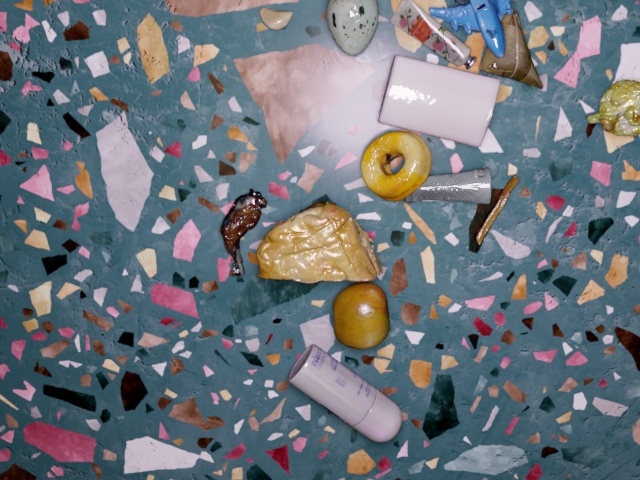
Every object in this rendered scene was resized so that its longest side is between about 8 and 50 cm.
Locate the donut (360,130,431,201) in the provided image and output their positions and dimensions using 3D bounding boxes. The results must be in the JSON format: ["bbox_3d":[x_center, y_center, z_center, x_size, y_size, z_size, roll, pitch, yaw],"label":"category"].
[{"bbox_3d":[0.182,-0.190,1.509,0.190,0.074,0.174,-18,80,35],"label":"donut"}]

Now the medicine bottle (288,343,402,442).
[{"bbox_3d":[0.080,0.439,1.681,0.340,0.130,0.130,36,102,-6],"label":"medicine bottle"}]

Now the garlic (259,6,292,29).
[{"bbox_3d":[-0.115,-0.559,1.505,0.083,0.041,0.053,17,99,6],"label":"garlic"}]

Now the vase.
[{"bbox_3d":[0.326,-0.138,1.555,0.219,0.096,0.096,-2,103,6],"label":"vase"}]

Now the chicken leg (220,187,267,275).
[{"bbox_3d":[-0.221,-0.022,1.632,0.105,0.051,0.254,15,106,-6],"label":"chicken leg"}]

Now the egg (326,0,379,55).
[{"bbox_3d":[0.080,-0.536,1.451,0.131,0.131,0.164,-6,101,4],"label":"egg"}]

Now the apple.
[{"bbox_3d":[0.106,0.202,1.603,0.155,0.182,0.183,-6,103,12],"label":"apple"}]

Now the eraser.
[{"bbox_3d":[0.295,-0.350,1.503,0.269,0.095,0.174,13,103,-1],"label":"eraser"}]

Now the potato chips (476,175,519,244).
[{"bbox_3d":[0.469,-0.081,1.590,0.026,0.037,0.204,30,108,6],"label":"potato chips"}]

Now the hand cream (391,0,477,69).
[{"bbox_3d":[0.287,-0.509,1.489,0.233,0.050,0.080,34,136,-4],"label":"hand cream"}]

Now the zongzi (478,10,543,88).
[{"bbox_3d":[0.495,-0.476,1.477,0.176,0.078,0.160,12,103,-10],"label":"zongzi"}]

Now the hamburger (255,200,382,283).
[{"bbox_3d":[0.000,-0.002,1.567,0.329,0.162,0.209,1,101,5],"label":"hamburger"}]

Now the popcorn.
[{"bbox_3d":[0.755,-0.328,1.477,0.141,0.162,0.136,14,68,-23],"label":"popcorn"}]

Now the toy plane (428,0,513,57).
[{"bbox_3d":[0.382,-0.561,1.410,0.254,0.105,0.272,-21,73,30],"label":"toy plane"}]
